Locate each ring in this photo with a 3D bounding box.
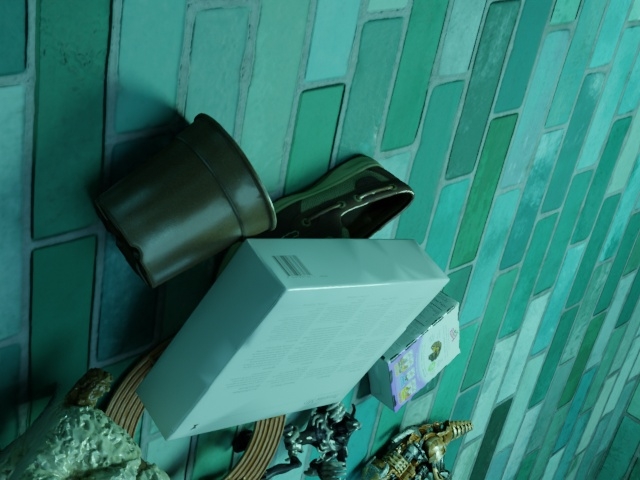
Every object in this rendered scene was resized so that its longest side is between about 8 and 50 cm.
[{"bbox_3d":[-0.177,0.287,1.376,0.336,0.032,0.337,-14,114,-36],"label":"ring"}]

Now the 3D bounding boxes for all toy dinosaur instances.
[{"bbox_3d":[0.225,0.485,2.014,0.322,0.164,0.218,-15,114,-17],"label":"toy dinosaur"}]

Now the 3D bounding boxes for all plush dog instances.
[{"bbox_3d":[-0.262,0.302,1.135,0.225,0.262,0.210,44,70,-17],"label":"plush dog"}]

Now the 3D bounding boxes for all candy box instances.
[{"bbox_3d":[0.181,0.210,1.792,0.196,0.070,0.165,-37,141,-24],"label":"candy box"}]

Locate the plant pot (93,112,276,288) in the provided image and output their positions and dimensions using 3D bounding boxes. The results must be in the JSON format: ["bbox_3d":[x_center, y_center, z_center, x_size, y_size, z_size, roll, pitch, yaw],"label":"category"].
[{"bbox_3d":[-0.166,-0.037,1.100,0.165,0.167,0.167,-35,141,-16],"label":"plant pot"}]

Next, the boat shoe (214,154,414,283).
[{"bbox_3d":[0.000,0.000,1.353,0.342,0.123,0.123,-35,140,-28],"label":"boat shoe"}]

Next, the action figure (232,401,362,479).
[{"bbox_3d":[-0.007,0.348,1.605,0.275,0.141,0.164,-13,95,-39],"label":"action figure"}]

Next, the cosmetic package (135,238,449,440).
[{"bbox_3d":[-0.027,0.126,1.271,0.377,0.097,0.284,1,132,-53],"label":"cosmetic package"}]
